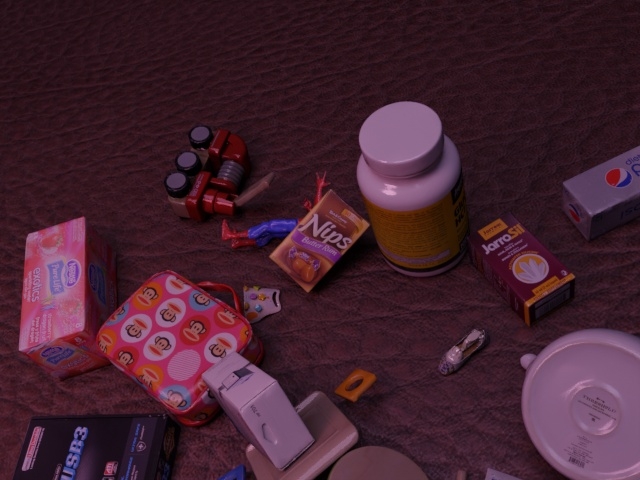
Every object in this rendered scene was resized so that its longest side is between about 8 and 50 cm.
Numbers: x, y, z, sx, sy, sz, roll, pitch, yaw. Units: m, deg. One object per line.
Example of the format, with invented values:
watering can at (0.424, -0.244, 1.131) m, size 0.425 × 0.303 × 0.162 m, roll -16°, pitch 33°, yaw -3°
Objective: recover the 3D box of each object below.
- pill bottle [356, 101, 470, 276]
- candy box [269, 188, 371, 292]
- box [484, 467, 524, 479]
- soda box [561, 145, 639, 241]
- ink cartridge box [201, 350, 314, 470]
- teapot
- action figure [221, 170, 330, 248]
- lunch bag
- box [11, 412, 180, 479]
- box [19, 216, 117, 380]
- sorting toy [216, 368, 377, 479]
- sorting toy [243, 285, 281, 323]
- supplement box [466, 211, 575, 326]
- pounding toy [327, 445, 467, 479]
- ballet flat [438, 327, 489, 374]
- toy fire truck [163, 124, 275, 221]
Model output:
pill bottle at (0.173, -0.090, 1.302) m, size 0.188 × 0.334 × 0.187 m, roll -8°, pitch 54°, yaw 12°
candy box at (0.000, 0.000, 1.405) m, size 0.109 × 0.053 × 0.186 m, roll 42°, pitch 96°, yaw 4°
box at (0.267, 0.424, 1.031) m, size 0.072 × 0.137 × 0.126 m, roll 12°, pitch 60°, yaw 23°
soda box at (0.611, -0.114, 1.336) m, size 0.286 × 0.091 × 0.098 m, roll -26°, pitch 54°, yaw -2°
ink cartridge box at (-0.111, 0.286, 1.196) m, size 0.082 × 0.139 × 0.191 m, roll -37°, pitch 22°, yaw -21°
teapot at (0.450, 0.253, 1.076) m, size 0.253 × 0.187 × 0.256 m, roll -32°, pitch 67°, yaw 28°
action figure at (-0.065, -0.062, 1.501) m, size 0.281 × 0.091 × 0.139 m, roll -2°, pitch 72°, yaw 15°
lunch bag at (-0.264, 0.189, 1.373) m, size 0.293 × 0.120 × 0.258 m, roll 31°, pitch 70°, yaw 30°
box at (-0.425, 0.464, 1.263) m, size 0.294 × 0.073 × 0.295 m, roll -4°, pitch 54°, yaw 14°
box at (-0.529, 0.119, 1.486) m, size 0.142 × 0.154 × 0.299 m, roll -18°, pitch 52°, yaw 4°
sorting toy at (-0.029, 0.356, 1.198) m, size 0.348 × 0.047 × 0.196 m, roll -38°, pitch 18°, yaw -9°
sorting toy at (-0.119, 0.123, 1.434) m, size 0.075 × 0.044 × 0.083 m, roll -2°, pitch 53°, yaw -8°
supplement box at (0.370, 0.050, 1.301) m, size 0.104 × 0.080 × 0.188 m, roll -31°, pitch 52°, yaw -5°
pounding toy at (0.108, 0.440, 1.111) m, size 0.237 × 0.110 × 0.182 m, roll 16°, pitch 45°, yaw -7°
ballet flat at (0.256, 0.195, 1.260) m, size 0.114 × 0.041 × 0.041 m, roll -37°, pitch 53°, yaw -10°
toy fire truck at (-0.206, -0.149, 1.593) m, size 0.247 × 0.158 × 0.217 m, roll 13°, pitch 60°, yaw 12°
